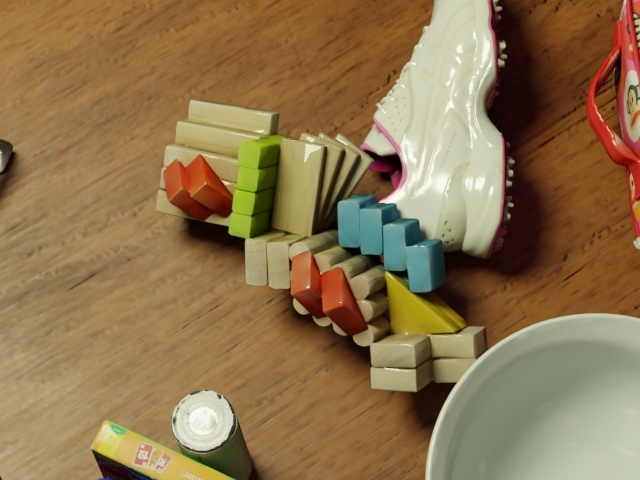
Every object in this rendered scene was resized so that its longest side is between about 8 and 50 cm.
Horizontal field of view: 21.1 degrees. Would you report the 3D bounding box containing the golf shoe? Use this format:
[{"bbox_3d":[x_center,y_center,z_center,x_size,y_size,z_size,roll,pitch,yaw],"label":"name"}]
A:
[{"bbox_3d":[0.105,-0.132,1.595,0.140,0.115,0.306,-1,66,2],"label":"golf shoe"}]

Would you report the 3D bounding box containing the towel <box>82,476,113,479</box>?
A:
[{"bbox_3d":[-0.155,0.343,1.332,0.227,0.076,0.308,22,53,5],"label":"towel"}]

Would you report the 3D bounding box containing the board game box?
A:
[{"bbox_3d":[-0.065,0.231,1.433,0.259,0.124,0.039,21,69,8],"label":"board game box"}]

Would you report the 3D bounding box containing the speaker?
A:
[{"bbox_3d":[-0.090,0.173,1.451,0.055,0.136,0.055,-1,67,3],"label":"speaker"}]

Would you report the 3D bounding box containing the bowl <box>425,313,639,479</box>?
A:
[{"bbox_3d":[0.230,0.222,1.437,0.298,0.134,0.298,0,67,0],"label":"bowl"}]

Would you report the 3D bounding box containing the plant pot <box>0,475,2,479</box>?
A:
[{"bbox_3d":[-0.469,0.305,1.302,0.353,0.366,0.366,7,67,15],"label":"plant pot"}]

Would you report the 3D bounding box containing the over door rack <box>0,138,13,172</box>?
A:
[{"bbox_3d":[-0.448,0.006,1.530,0.239,0.108,0.324,16,68,5],"label":"over door rack"}]

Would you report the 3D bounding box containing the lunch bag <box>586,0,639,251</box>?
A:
[{"bbox_3d":[0.375,-0.116,1.586,0.258,0.120,0.293,-2,68,-1],"label":"lunch bag"}]

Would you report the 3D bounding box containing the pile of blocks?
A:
[{"bbox_3d":[0.000,0.000,1.501,0.362,0.112,0.149,36,110,12],"label":"pile of blocks"}]
